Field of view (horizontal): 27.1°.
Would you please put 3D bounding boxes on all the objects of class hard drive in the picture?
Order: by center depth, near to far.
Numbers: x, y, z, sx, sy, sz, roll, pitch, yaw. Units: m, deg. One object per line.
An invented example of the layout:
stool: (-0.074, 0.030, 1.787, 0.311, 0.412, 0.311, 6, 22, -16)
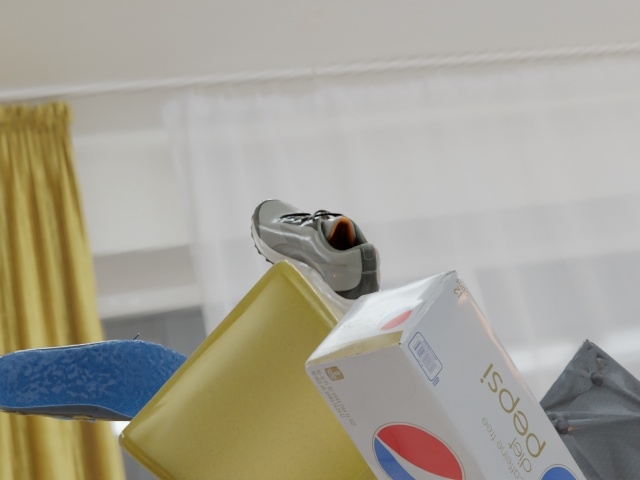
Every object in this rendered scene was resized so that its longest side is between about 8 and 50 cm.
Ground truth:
hard drive: (0.324, 0.242, 1.376, 0.172, 0.254, 0.054, -44, -4, -40)

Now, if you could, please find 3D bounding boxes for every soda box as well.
soda box: (0.085, 0.126, 0.719, 0.074, 0.216, 0.069, -18, 21, 43)

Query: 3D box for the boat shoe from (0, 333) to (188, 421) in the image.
boat shoe: (-0.260, 0.154, 1.503, 0.258, 0.109, 0.089, 10, -17, -23)

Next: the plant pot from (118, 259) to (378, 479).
plant pot: (-0.002, 0.185, 1.132, 0.212, 0.187, 0.212, -47, -42, -2)

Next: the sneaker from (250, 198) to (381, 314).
sneaker: (0.001, 0.000, 1.701, 0.100, 0.271, 0.108, -8, -62, -31)
